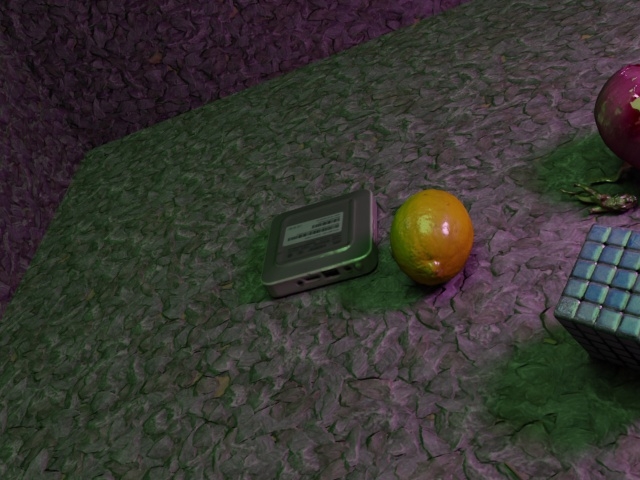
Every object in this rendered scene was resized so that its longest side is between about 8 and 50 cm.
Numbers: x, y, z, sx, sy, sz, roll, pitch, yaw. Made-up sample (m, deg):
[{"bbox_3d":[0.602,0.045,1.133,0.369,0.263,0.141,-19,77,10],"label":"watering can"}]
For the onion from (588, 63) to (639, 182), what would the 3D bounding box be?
[{"bbox_3d":[0.901,-0.293,1.927,0.358,0.345,0.358,-7,41,6],"label":"onion"}]

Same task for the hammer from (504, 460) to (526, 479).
[{"bbox_3d":[0.406,0.479,1.476,0.035,0.019,0.110,-34,32,-9],"label":"hammer"}]

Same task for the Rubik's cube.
[{"bbox_3d":[0.663,0.130,1.514,0.237,0.238,0.237,13,71,47],"label":"Rubik's cube"}]

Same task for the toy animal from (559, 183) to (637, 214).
[{"bbox_3d":[0.741,-0.111,1.978,0.086,0.069,0.220,-25,33,-36],"label":"toy animal"}]

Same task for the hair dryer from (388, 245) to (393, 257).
[{"bbox_3d":[0.265,-0.008,2.196,0.106,0.054,0.154,-19,25,21],"label":"hair dryer"}]

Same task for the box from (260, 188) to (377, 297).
[{"bbox_3d":[0.000,0.000,2.320,0.367,0.090,0.373,-17,35,16],"label":"box"}]

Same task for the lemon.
[{"bbox_3d":[0.303,-0.010,1.998,0.236,0.236,0.263,8,44,41],"label":"lemon"}]
